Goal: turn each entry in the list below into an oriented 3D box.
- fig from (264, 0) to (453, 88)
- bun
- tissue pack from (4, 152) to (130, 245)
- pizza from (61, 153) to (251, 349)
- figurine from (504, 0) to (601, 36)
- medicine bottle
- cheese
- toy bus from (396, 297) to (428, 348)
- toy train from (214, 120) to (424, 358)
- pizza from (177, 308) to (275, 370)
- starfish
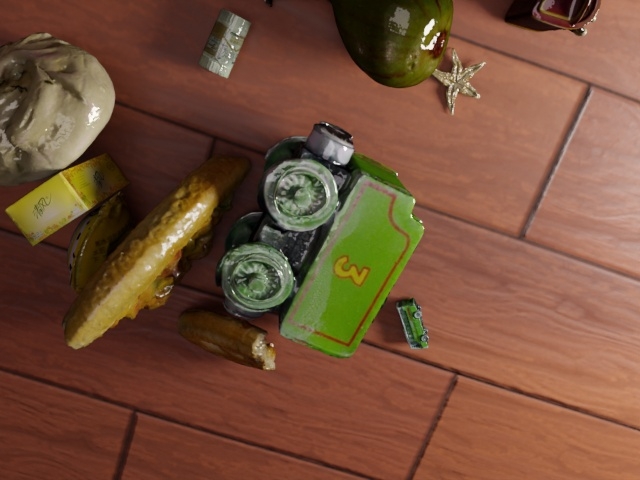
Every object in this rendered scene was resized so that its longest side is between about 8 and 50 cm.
[{"bbox_3d":[0.054,-0.314,0.805,0.259,0.151,0.151,32,106,20],"label":"fig"},{"bbox_3d":[-0.390,-0.181,0.784,0.237,0.210,0.116,-19,148,11],"label":"bun"},{"bbox_3d":[-0.347,-0.064,0.833,0.095,0.176,0.062,-30,103,9],"label":"tissue pack"},{"bbox_3d":[-0.210,0.004,0.804,0.087,0.268,0.258,37,108,-1],"label":"pizza"},{"bbox_3d":[0.314,-0.300,0.768,0.098,0.154,0.082,31,104,-12],"label":"figurine"},{"bbox_3d":[-0.134,-0.276,0.834,0.047,0.047,0.083,26,105,-7],"label":"medicine bottle"},{"bbox_3d":[-0.331,0.040,0.885,0.064,0.156,0.250,22,121,2],"label":"cheese"},{"bbox_3d":[0.152,0.136,0.967,0.037,0.031,0.083,-15,106,12],"label":"toy bus"},{"bbox_3d":[0.000,0.000,0.858,0.249,0.173,0.307,24,106,-13],"label":"toy train"},{"bbox_3d":[-0.125,0.161,0.938,0.161,0.182,0.062,44,60,-29],"label":"pizza"},{"bbox_3d":[0.194,-0.229,0.863,0.092,0.016,0.086,21,104,-11],"label":"starfish"}]
